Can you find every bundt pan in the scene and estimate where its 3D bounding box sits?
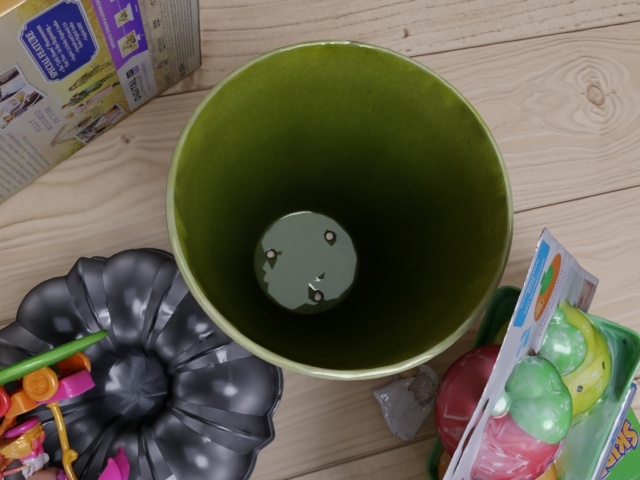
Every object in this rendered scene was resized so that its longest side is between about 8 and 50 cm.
[{"bbox_3d":[-0.198,0.157,0.610,0.331,0.124,0.331,2,77,-8],"label":"bundt pan"}]

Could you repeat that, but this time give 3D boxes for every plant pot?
[{"bbox_3d":[0.000,0.000,0.584,0.275,0.293,0.274,2,77,-8],"label":"plant pot"}]

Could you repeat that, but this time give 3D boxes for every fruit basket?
[{"bbox_3d":[0.188,0.171,0.526,0.165,0.353,0.327,22,92,26],"label":"fruit basket"}]

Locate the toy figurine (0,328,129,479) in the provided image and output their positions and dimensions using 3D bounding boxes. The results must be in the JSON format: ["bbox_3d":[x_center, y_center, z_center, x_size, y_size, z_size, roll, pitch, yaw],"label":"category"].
[{"bbox_3d":[-0.238,0.181,0.489,0.173,0.130,0.159,-21,90,10],"label":"toy figurine"}]

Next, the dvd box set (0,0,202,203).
[{"bbox_3d":[-0.303,-0.148,0.568,0.420,0.307,0.062,-40,89,-13],"label":"dvd box set"}]

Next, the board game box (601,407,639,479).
[{"bbox_3d":[0.316,0.203,0.716,0.124,0.039,0.259,-22,79,-11],"label":"board game box"}]

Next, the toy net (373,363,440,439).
[{"bbox_3d":[0.123,0.123,0.705,0.122,0.045,0.232,7,78,-8],"label":"toy net"}]
